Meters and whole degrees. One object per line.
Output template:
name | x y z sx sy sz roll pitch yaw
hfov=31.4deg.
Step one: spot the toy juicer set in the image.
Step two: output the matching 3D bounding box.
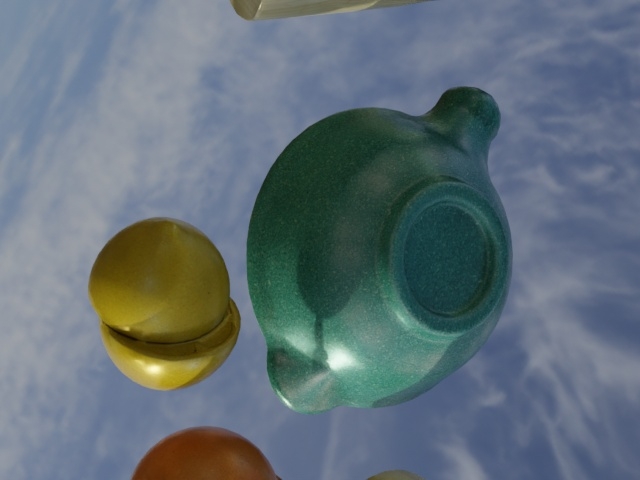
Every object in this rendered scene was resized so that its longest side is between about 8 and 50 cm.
toy juicer set | 0.000 0.000 0.482 0.089 0.209 0.329 1 -99 57
